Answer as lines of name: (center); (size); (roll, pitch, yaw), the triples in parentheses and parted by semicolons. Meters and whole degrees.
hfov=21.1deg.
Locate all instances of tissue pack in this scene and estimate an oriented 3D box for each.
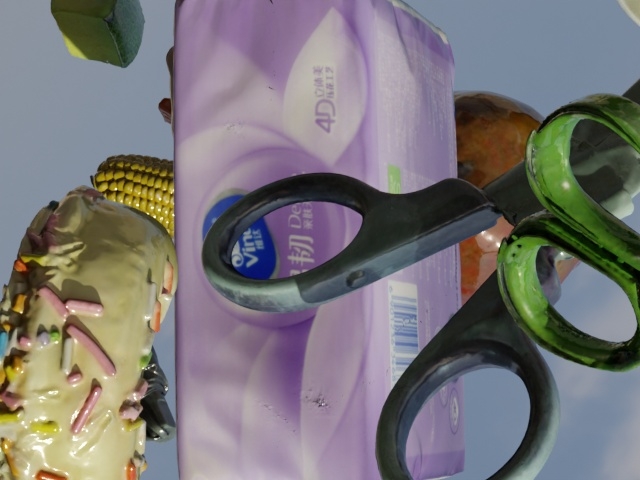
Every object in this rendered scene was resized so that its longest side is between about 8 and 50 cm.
tissue pack: (0.000, 0.000, 1.186); (0.160, 0.242, 0.338); (-4, -96, 18)

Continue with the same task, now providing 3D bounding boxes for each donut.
donut: (-0.101, 0.045, 0.752); (0.108, 0.065, 0.166); (94, 4, -57)

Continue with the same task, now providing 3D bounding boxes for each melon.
melon: (-0.243, -0.237, 1.548); (0.210, 0.064, 0.118); (19, -121, 19)

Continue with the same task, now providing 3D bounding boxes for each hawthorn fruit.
hawthorn fruit: (0.150, -0.018, 1.550); (0.208, 0.248, 0.208); (-27, -133, 33)

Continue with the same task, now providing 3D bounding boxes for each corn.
corn: (-0.144, -0.042, 2.090); (0.101, 0.310, 0.101); (12, 90, -81)

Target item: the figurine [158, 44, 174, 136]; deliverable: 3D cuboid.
figurine: (-0.067, -0.124, 1.437); (0.112, 0.137, 0.229); (-59, -171, -30)

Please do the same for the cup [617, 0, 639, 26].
cup: (0.394, -0.293, 1.493); (0.219, 0.289, 0.257); (24, -104, 35)

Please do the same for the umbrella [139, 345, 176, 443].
umbrella: (-0.200, 0.106, 1.760); (0.066, 0.059, 0.235); (-42, -125, 21)

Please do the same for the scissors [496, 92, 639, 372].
scissors: (0.142, 0.034, 0.549); (0.027, 0.101, 0.204); (-27, -130, -36)

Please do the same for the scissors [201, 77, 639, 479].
scissors: (0.137, -0.036, 0.906); (0.383, 0.029, 0.256); (-37, -132, -10)
